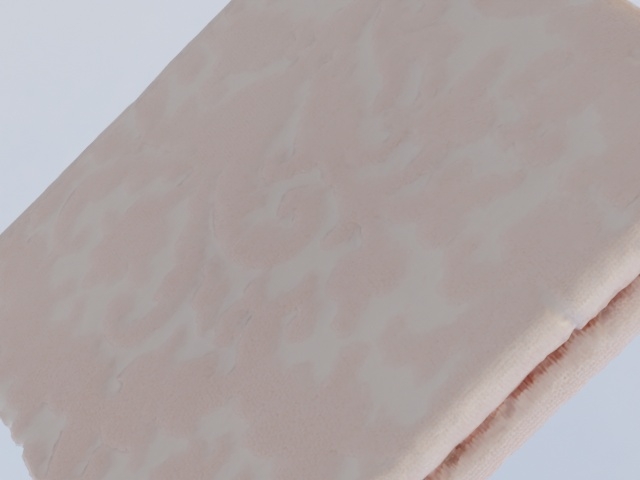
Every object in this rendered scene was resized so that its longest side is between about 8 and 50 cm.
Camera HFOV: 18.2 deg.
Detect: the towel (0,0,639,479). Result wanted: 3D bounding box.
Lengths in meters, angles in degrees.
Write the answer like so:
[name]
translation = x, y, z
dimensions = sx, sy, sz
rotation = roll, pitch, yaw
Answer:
[towel]
translation = 0.000, 0.000, 0.834
dimensions = 0.317, 0.053, 0.332
rotation = -45, -144, 3
